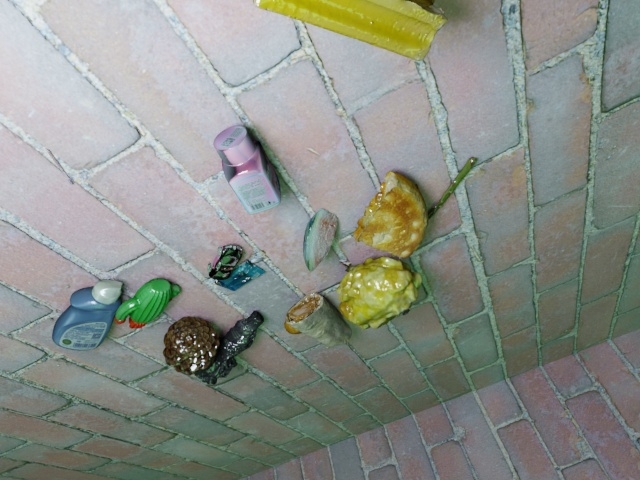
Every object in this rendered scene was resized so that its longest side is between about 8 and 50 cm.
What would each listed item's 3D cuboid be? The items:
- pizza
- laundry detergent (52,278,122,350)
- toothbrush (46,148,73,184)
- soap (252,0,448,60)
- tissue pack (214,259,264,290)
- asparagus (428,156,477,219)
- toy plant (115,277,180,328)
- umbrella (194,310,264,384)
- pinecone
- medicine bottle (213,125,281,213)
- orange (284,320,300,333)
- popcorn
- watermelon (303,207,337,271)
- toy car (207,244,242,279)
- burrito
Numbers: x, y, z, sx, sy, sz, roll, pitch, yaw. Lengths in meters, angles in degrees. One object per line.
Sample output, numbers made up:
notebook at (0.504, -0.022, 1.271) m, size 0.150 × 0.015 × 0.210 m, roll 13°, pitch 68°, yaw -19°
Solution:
pizza at (0.199, -0.060, 1.225) m, size 0.226 × 0.086 × 0.335 m, roll -17°, pitch 137°, yaw 8°
laundry detergent at (-0.675, 0.210, 1.244) m, size 0.143 × 0.094 × 0.290 m, roll 23°, pitch 122°, yaw -33°
toothbrush at (-0.575, -0.161, 0.931) m, size 0.006 × 0.008 × 0.097 m, roll -24°, pitch 139°, yaw -12°
soap at (0.039, -0.422, 0.706) m, size 0.315 × 0.199 × 0.091 m, roll 5°, pitch 138°, yaw -23°
tissue pack at (-0.253, 0.116, 1.317) m, size 0.138 × 0.027 × 0.085 m, roll -30°, pitch 137°, yaw 20°
asparagus at (0.375, -0.143, 1.237) m, size 0.025 × 0.024 × 0.248 m, roll 37°, pitch 128°, yaw 8°
toy plant at (-0.530, 0.198, 1.260) m, size 0.240 × 0.088 × 0.155 m, roll -37°, pitch 163°, yaw 12°
umbrella at (-0.315, 0.378, 1.520) m, size 0.128 × 0.154 × 0.336 m, roll 42°, pitch 96°, yaw -10°
pinecone at (-0.432, 0.354, 1.400) m, size 0.179 × 0.184 × 0.204 m, roll 17°, pitch 140°, yaw -8°
medicine bottle at (-0.166, -0.166, 0.970) m, size 0.095 × 0.119 × 0.188 m, roll -18°, pitch 139°, yaw 7°
orange at (-0.090, 0.306, 1.532) m, size 0.085 × 0.085 × 0.085 m, roll -9°, pitch 138°, yaw -8°
popcorn at (0.191, 0.168, 1.371) m, size 0.252 × 0.215 × 0.286 m, roll 10°, pitch 146°, yaw -30°
watermelon at (-0.009, 0.000, 1.220) m, size 0.094 × 0.081 × 0.180 m, roll 26°, pitch 89°, yaw -14°
toy car at (-0.279, 0.068, 1.235) m, size 0.069 × 0.055 × 0.142 m, roll 12°, pitch 133°, yaw -32°
burrito at (0.002, 0.286, 1.495) m, size 0.143 × 0.105 × 0.299 m, roll -56°, pitch 137°, yaw -11°
